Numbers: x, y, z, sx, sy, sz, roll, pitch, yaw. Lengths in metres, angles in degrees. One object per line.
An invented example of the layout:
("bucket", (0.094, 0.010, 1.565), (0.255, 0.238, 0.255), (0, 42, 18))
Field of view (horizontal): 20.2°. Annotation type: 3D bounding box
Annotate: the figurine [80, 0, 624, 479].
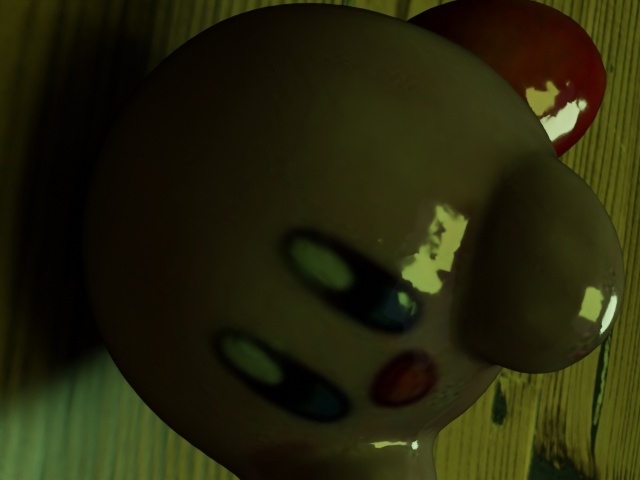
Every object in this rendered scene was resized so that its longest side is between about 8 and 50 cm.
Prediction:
("figurine", (-0.004, -0.006, 0.834), (0.270, 0.211, 0.261), (-51, -165, 19))
